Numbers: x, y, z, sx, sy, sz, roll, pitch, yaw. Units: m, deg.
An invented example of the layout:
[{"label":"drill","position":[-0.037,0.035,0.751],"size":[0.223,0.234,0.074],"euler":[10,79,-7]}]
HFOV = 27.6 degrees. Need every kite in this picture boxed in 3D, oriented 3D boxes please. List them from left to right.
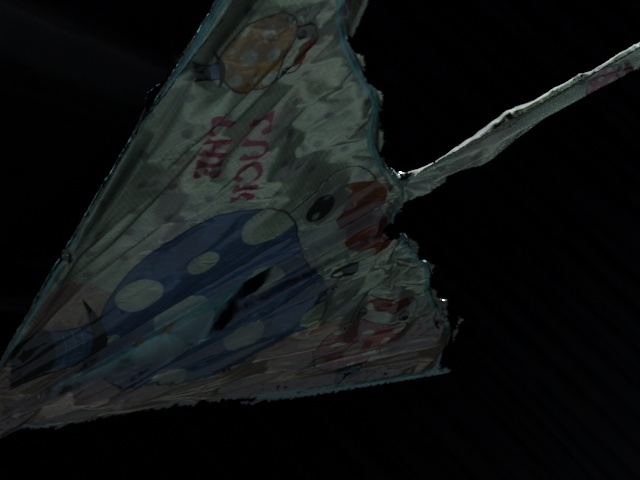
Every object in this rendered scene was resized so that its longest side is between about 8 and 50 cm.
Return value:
[{"label":"kite","position":[0.000,-0.001,0.555],"size":[0.368,0.014,0.406],"euler":[-30,-28,-3]}]
